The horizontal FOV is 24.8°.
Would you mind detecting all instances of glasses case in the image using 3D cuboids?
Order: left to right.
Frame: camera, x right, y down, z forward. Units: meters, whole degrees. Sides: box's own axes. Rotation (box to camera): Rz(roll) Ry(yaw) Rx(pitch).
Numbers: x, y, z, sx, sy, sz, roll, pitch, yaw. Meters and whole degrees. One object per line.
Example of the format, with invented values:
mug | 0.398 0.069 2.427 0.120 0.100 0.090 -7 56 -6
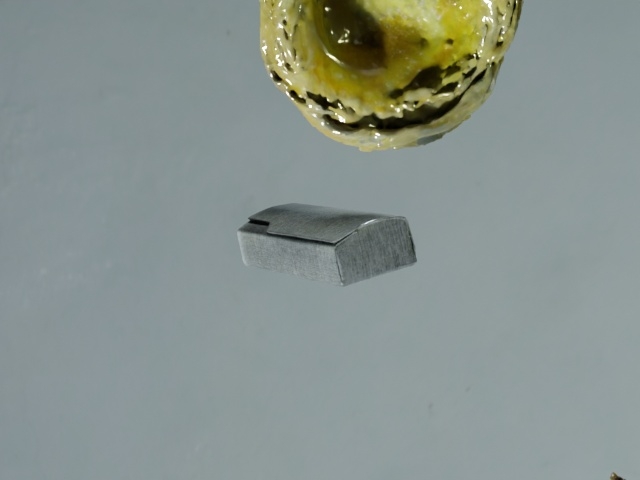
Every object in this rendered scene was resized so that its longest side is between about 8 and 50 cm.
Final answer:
glasses case | 0.000 0.000 1.215 0.070 0.205 0.047 -17 101 -22

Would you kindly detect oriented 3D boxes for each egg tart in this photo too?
egg tart | 0.065 -0.230 1.441 0.288 0.118 0.288 -4 110 -12

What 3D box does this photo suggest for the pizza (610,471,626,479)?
pizza | 0.152 0.192 0.781 0.029 0.100 0.099 0 41 16
